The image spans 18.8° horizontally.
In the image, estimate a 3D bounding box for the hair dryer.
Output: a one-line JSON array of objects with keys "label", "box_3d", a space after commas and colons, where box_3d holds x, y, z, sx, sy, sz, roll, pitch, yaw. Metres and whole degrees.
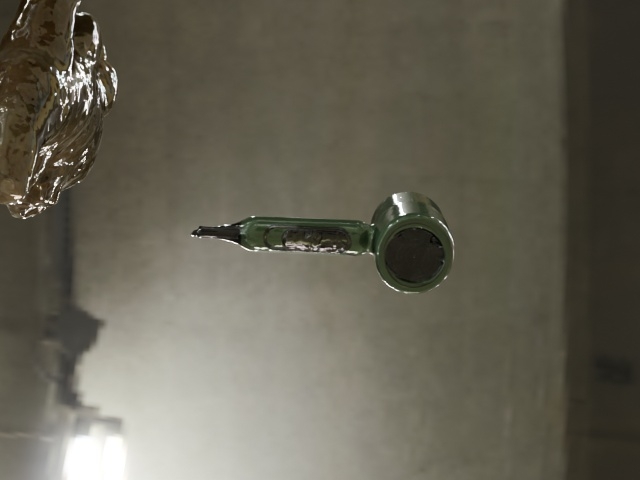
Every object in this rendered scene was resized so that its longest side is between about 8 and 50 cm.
[{"label": "hair dryer", "box_3d": [0.000, 0.000, 1.113, 0.150, 0.071, 0.047, 0, -77, -2]}]

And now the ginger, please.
[{"label": "ginger", "box_3d": [-0.188, -0.098, 1.309, 0.080, 0.333, 0.166, 8, -93, 3]}]
